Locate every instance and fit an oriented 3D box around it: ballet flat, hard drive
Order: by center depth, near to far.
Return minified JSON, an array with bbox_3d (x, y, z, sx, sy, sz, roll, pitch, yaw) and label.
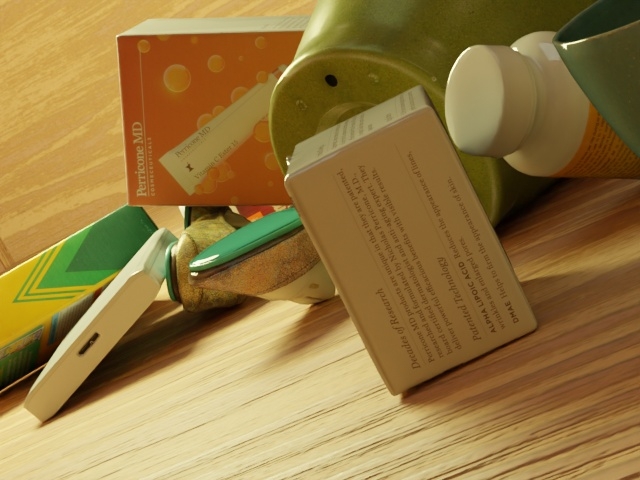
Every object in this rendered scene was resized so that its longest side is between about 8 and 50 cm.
[{"bbox_3d":[0.000,0.000,1.750,0.316,0.106,0.108,-35,17,-37],"label":"ballet flat"},{"bbox_3d":[-0.249,0.092,2.039,0.203,0.040,0.307,-49,7,7],"label":"hard drive"},{"bbox_3d":[-0.115,0.017,2.081,0.123,0.123,0.348,-28,7,4],"label":"ballet flat"}]

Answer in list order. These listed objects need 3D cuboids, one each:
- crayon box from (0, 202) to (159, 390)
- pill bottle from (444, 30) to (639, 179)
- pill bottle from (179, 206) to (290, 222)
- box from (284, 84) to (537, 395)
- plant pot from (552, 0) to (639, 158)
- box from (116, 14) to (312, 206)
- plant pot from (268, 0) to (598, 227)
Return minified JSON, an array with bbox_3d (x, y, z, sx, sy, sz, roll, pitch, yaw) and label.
[{"bbox_3d":[-0.360,0.091,2.255,0.323,0.083,0.203,-32,-13,-23],"label":"crayon box"},{"bbox_3d":[0.210,-0.108,1.399,0.208,0.117,0.117,1,-7,-29],"label":"pill bottle"},{"bbox_3d":[-0.088,-0.079,2.493,0.221,0.121,0.121,-28,8,7],"label":"pill bottle"},{"bbox_3d":[0.065,-0.006,1.295,0.119,0.182,0.181,-26,9,6],"label":"box"},{"bbox_3d":[0.306,-0.096,0.986,0.290,0.195,0.290,-28,8,4],"label":"plant pot"},{"bbox_3d":[-0.058,-0.161,2.127,0.345,0.215,0.168,-1,13,9],"label":"box"},{"bbox_3d":[0.134,-0.169,1.674,0.366,0.366,0.353,-20,24,45],"label":"plant pot"}]
